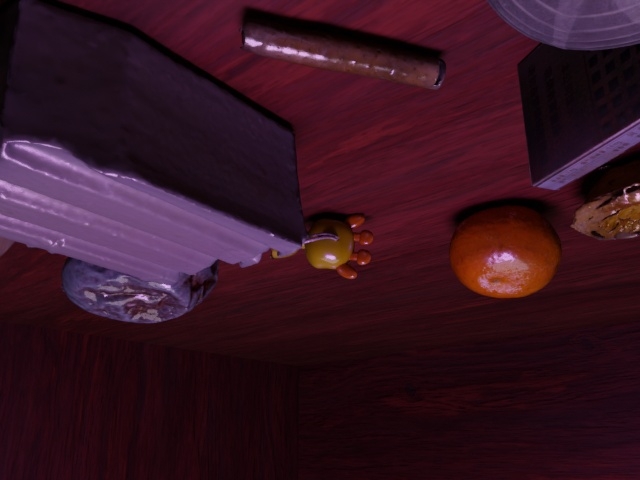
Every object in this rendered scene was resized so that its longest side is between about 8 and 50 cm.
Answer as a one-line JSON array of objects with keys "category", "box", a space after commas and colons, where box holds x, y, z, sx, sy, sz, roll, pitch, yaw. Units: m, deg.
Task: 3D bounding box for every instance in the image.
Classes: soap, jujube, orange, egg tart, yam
[{"category": "soap", "box": [-0.279, -0.103, 0.819, 0.350, 0.212, 0.435, -12, 157, 36]}, {"category": "jujube", "box": [-0.367, 0.047, 1.232, 0.308, 0.215, 0.246, 8, 135, -12]}, {"category": "orange", "box": [0.380, 0.019, 1.229, 0.224, 0.170, 0.224, 9, 143, 7]}, {"category": "egg tart", "box": [0.582, -0.084, 1.049, 0.291, 0.107, 0.291, -4, 163, -1]}, {"category": "yam", "box": [0.030, -0.227, 0.722, 0.264, 0.046, 0.046, 7, 159, -17]}]

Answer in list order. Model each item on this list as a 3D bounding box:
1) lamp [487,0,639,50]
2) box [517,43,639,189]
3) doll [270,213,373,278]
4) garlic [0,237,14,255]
[{"category": "lamp", "box": [0.213, -0.250, 0.394, 0.233, 0.233, 0.265, 13, 159, -31]}, {"category": "box", "box": [0.329, -0.197, 0.614, 0.047, 0.180, 0.325, 7, 159, -17]}, {"category": "doll", "box": [0.000, 0.000, 1.242, 0.221, 0.142, 0.135, 9, 159, 7]}, {"category": "garlic", "box": [-0.658, -0.044, 1.097, 0.196, 0.151, 0.338, 29, 146, -31]}]
